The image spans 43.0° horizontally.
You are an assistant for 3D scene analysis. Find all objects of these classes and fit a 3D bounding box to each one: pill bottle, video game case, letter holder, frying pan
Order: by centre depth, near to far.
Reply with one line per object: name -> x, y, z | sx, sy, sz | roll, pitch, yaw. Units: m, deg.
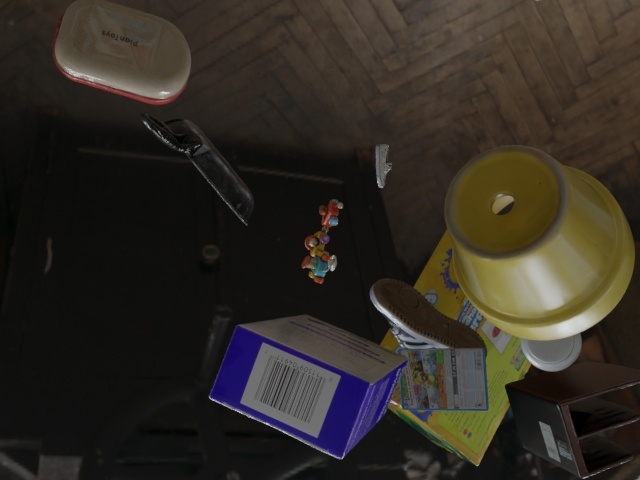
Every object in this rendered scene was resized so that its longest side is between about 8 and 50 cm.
frying pan -> -0.185, -0.137, 1.146 | 0.053, 0.197, 0.326 | -39, 143, -2
video game case -> 0.234, 0.266, 1.554 | 0.166, 0.119, 0.015 | -3, -177, 19
pill bottle -> 0.463, 0.204, 1.627 | 0.117, 0.118, 0.208 | -21, 165, 13
letter holder -> 0.552, 0.358, 1.692 | 0.214, 0.152, 0.302 | -17, 179, -8

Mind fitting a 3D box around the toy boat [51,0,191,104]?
toy boat -> -0.343, -0.311, 1.413 | 0.231, 0.151, 0.151 | 16, 162, -13

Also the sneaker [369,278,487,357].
sneaker -> 0.179, 0.191, 1.619 | 0.282, 0.099, 0.153 | 33, 135, -19

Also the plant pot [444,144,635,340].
plant pot -> 0.287, -0.011, 1.130 | 0.254, 0.254, 0.239 | -27, 148, 18

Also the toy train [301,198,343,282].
toy train -> 0.000, 0.000, 1.616 | 0.046, 0.166, 0.125 | 16, 142, -15

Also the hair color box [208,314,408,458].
hair color box -> 0.000, 0.188, 1.125 | 0.185, 0.339, 0.110 | 22, 94, 14

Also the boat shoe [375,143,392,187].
boat shoe -> 0.143, -0.167, 1.818 | 0.035, 0.035, 0.100 | 0, 105, 11

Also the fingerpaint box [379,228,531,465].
fingerpaint box -> 0.343, 0.259, 1.974 | 0.371, 0.163, 0.445 | 42, 73, -39
